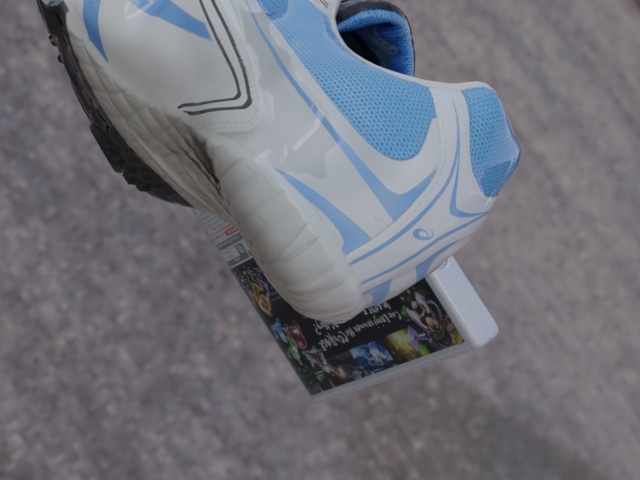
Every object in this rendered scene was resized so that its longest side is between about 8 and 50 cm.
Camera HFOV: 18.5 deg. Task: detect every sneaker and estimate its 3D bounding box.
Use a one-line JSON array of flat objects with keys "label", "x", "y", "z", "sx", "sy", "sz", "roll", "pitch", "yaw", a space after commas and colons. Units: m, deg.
[{"label": "sneaker", "x": -0.025, "y": -0.052, "z": 0.611, "sx": 0.237, "sy": 0.086, "sz": 0.085, "roll": 41, "pitch": -23, "yaw": 48}]

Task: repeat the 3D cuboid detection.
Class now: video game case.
[{"label": "video game case", "x": 0.000, "y": 0.000, "z": 1.088, "sx": 0.022, "sy": 0.190, "sz": 0.173, "roll": -34, "pitch": 94, "yaw": -30}]
